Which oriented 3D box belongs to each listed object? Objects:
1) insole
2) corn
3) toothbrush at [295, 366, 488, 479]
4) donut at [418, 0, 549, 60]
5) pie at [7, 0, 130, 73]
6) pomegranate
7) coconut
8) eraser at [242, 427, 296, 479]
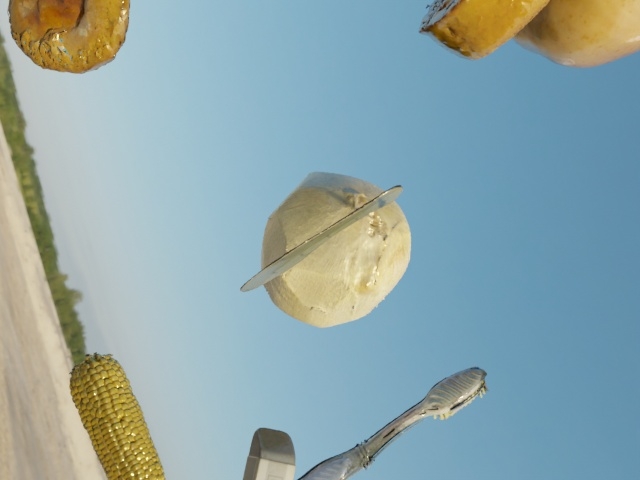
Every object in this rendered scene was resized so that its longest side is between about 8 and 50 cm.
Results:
[{"bbox_3d":[0.000,0.000,1.232,0.009,0.348,0.119,58,5,11],"label":"insole"},{"bbox_3d":[-0.314,0.297,1.071,0.260,0.091,0.091,57,-29,20],"label":"corn"},{"bbox_3d":[-0.002,0.248,0.701,0.035,0.413,0.042,55,-6,44],"label":"toothbrush"},{"bbox_3d":[0.272,-0.388,1.016,0.108,0.278,0.277,38,-18,-12],"label":"donut"},{"bbox_3d":[-0.405,-0.390,1.098,0.273,0.069,0.274,1,-89,32],"label":"pie"},{"bbox_3d":[0.518,-0.536,1.332,0.411,0.411,0.412,49,-32,47],"label":"pomegranate"},{"bbox_3d":[0.030,0.017,1.587,0.360,0.346,0.346,104,-36,-57],"label":"coconut"},{"bbox_3d":[-0.117,0.538,1.303,0.061,0.089,0.352,-21,-126,59],"label":"eraser"}]
